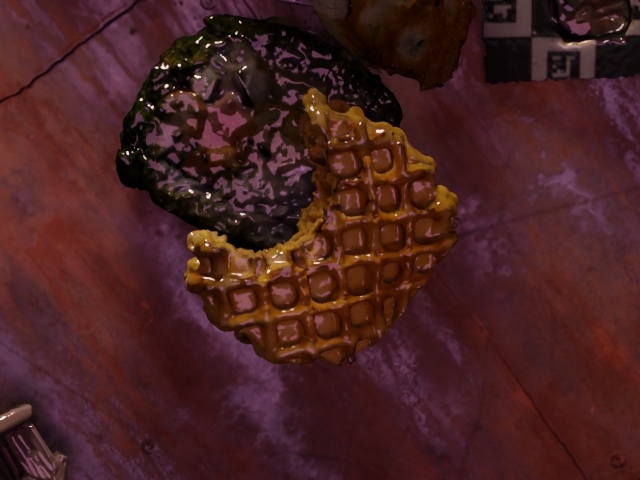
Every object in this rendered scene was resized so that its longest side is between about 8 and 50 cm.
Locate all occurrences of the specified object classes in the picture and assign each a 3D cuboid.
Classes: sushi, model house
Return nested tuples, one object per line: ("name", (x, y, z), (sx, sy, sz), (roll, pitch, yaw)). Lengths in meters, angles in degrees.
("sushi", (-0.070, -0.140, 1.482), (0.351, 0.178, 0.294), (24, 97, -11))
("model house", (-0.463, 0.339, 1.576), (0.229, 0.122, 0.188), (-27, 105, -2))
("sushi", (0.360, -0.407, 1.511), (0.296, 0.100, 0.373), (-2, 116, 12))

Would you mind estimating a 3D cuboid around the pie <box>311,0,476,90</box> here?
("pie", (0.100, -0.363, 1.413), (0.288, 0.102, 0.355), (-14, 109, -49))

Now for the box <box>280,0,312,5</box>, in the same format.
("box", (-0.002, -0.337, 1.517), (0.117, 0.036, 0.051), (6, 102, -7))

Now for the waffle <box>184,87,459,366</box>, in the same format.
("waffle", (0.000, 0.000, 1.357), (0.261, 0.151, 0.324), (40, 92, -12))
